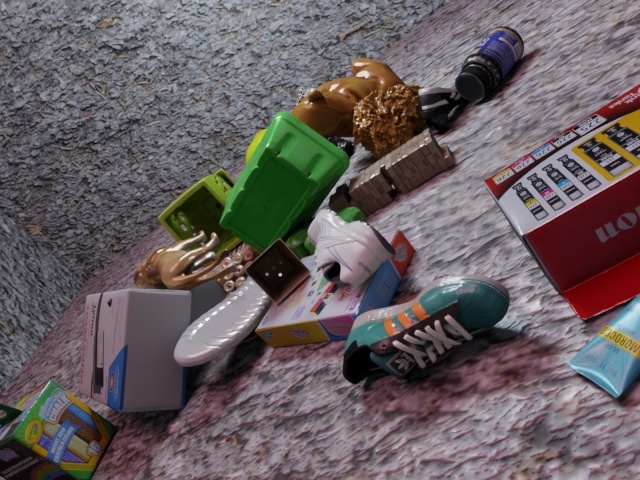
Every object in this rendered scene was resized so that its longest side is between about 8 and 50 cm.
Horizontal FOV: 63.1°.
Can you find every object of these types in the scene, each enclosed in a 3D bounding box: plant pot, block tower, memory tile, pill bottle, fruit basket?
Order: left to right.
[{"bbox_3d":[-0.350,-0.088,1.715,0.227,0.228,0.207,-35,15,22],"label":"plant pot"},{"bbox_3d":[-0.231,0.105,1.505,0.113,0.012,0.147,-18,68,14],"label":"memory tile"},{"bbox_3d":[-0.104,0.068,1.218,0.109,0.109,0.096,-43,8,-6],"label":"plant pot"},{"bbox_3d":[-0.112,-0.186,1.513,0.392,0.283,0.392,-55,5,6],"label":"fruit basket"},{"bbox_3d":[0.181,-0.165,1.382,0.336,0.097,0.091,-30,24,23],"label":"block tower"},{"bbox_3d":[0.483,-0.506,1.504,0.219,0.122,0.123,-49,23,-22],"label":"pill bottle"}]

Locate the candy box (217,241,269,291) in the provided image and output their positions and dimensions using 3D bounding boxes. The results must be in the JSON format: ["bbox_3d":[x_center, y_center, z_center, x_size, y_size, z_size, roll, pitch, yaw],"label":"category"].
[{"bbox_3d":[-0.237,0.041,1.687,0.183,0.087,0.316,-40,20,5],"label":"candy box"}]

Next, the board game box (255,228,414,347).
[{"bbox_3d":[0.027,0.110,1.136,0.317,0.064,0.242,-17,31,45],"label":"board game box"}]

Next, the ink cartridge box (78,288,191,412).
[{"bbox_3d":[-0.502,0.279,1.381,0.395,0.166,0.285,-12,74,52],"label":"ink cartridge box"}]

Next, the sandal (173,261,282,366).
[{"bbox_3d":[-0.179,0.191,1.296,0.170,0.102,0.416,-1,29,38],"label":"sandal"}]

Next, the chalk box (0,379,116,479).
[{"bbox_3d":[-0.712,0.492,1.318,0.180,0.289,0.179,-31,23,23],"label":"chalk box"}]

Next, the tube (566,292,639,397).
[{"bbox_3d":[0.386,0.090,0.606,0.207,0.052,0.080,-46,14,1],"label":"tube"}]

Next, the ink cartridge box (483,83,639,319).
[{"bbox_3d":[0.428,-0.073,0.733,0.310,0.130,0.271,-34,23,17],"label":"ink cartridge box"}]

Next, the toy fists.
[{"bbox_3d":[0.000,0.000,1.365,0.142,0.096,0.279,-38,16,-31],"label":"toy fists"}]

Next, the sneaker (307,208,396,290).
[{"bbox_3d":[0.030,0.017,1.085,0.129,0.111,0.297,-50,21,-8],"label":"sneaker"}]

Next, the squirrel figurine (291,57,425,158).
[{"bbox_3d":[0.118,-0.396,1.603,0.371,0.280,0.397,-20,32,-41],"label":"squirrel figurine"}]

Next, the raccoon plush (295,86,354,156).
[{"bbox_3d":[-0.084,-0.357,1.924,0.446,0.299,0.216,-45,22,-10],"label":"raccoon plush"}]

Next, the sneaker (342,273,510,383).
[{"bbox_3d":[0.151,0.152,0.800,0.302,0.108,0.121,-32,22,42],"label":"sneaker"}]

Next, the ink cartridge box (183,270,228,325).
[{"bbox_3d":[-0.430,0.204,1.643,0.211,0.121,0.289,-49,23,-21],"label":"ink cartridge box"}]

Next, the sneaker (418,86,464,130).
[{"bbox_3d":[0.364,-0.387,1.539,0.217,0.121,0.079,-14,14,-40],"label":"sneaker"}]

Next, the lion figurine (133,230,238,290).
[{"bbox_3d":[-0.391,0.075,1.440,0.240,0.142,0.392,-27,7,-21],"label":"lion figurine"}]
